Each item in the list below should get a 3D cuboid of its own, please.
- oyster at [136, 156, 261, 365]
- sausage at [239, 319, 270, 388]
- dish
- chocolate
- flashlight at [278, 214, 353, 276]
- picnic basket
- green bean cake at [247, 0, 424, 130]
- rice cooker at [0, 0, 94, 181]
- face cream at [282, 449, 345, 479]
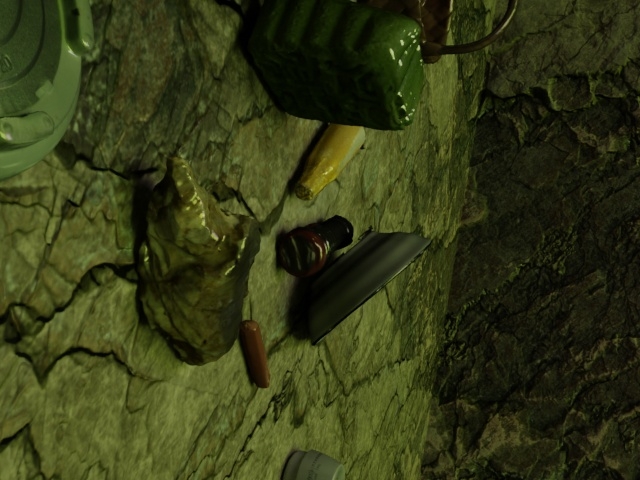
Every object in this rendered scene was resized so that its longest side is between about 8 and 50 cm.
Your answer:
[{"bbox_3d":[-0.145,0.049,0.875,0.166,0.110,0.341,-42,149,-51],"label":"oyster"},{"bbox_3d":[-0.107,0.187,1.129,0.035,0.030,0.147,-61,150,-50],"label":"sausage"},{"bbox_3d":[0.070,0.068,1.345,0.316,0.106,0.316,-42,176,-4],"label":"dish"},{"bbox_3d":[0.010,-0.150,1.272,0.219,0.085,0.086,-55,146,-44],"label":"chocolate"},{"bbox_3d":[0.000,0.000,1.279,0.232,0.092,0.093,-36,130,-67],"label":"flashlight"},{"bbox_3d":[0.277,-0.540,1.488,0.337,0.337,0.293,30,69,-67],"label":"picnic basket"},{"bbox_3d":[0.033,-0.266,1.039,0.222,0.248,0.125,55,48,-62],"label":"green bean cake"},{"bbox_3d":[-0.270,-0.114,0.349,0.241,0.226,0.281,-75,145,-56],"label":"rice cooker"},{"bbox_3d":[-0.014,0.481,1.365,0.117,0.104,0.117,9,90,-69],"label":"face cream"}]
